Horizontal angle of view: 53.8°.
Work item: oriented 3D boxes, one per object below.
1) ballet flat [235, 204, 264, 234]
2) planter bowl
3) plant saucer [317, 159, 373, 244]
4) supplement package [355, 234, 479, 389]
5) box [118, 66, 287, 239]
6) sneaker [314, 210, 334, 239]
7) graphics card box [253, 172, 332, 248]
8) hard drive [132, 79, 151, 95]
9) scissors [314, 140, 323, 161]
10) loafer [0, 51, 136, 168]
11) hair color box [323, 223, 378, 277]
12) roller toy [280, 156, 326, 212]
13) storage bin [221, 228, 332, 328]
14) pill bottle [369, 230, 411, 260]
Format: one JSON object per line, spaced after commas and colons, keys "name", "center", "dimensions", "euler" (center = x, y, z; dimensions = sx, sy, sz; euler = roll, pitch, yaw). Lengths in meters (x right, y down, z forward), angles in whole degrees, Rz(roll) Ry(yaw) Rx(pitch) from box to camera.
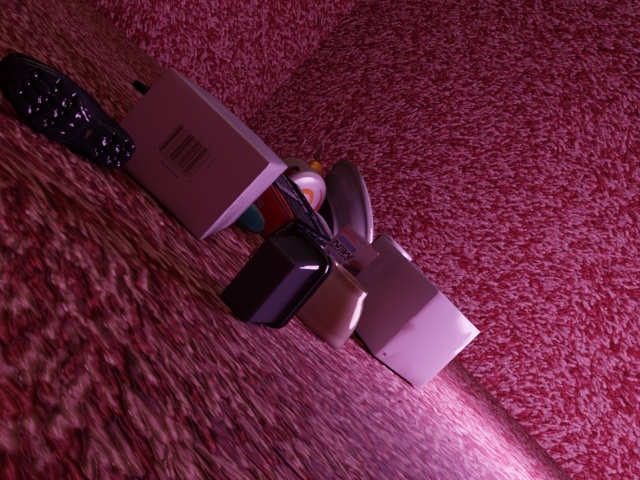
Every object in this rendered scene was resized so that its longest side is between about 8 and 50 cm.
{"name": "ballet flat", "center": [-0.186, -0.077, 1.344], "dimensions": [0.168, 0.057, 0.052], "euler": [45, -19, -13]}
{"name": "planter bowl", "center": [0.016, 0.101, 1.151], "dimensions": [0.162, 0.109, 0.162], "euler": [43, 4, -4]}
{"name": "plant saucer", "center": [0.054, -0.068, 2.108], "dimensions": [0.100, 0.401, 0.400], "euler": [-6, 27, -19]}
{"name": "supplement package", "center": [0.188, 0.165, 1.482], "dimensions": [0.198, 0.199, 0.263], "euler": [41, 5, -36]}
{"name": "box", "center": [-0.202, -0.148, 1.121], "dimensions": [0.215, 0.168, 0.345], "euler": [44, 5, -3]}
{"name": "sneaker", "center": [0.000, 0.000, 1.913], "dimensions": [0.281, 0.105, 0.115], "euler": [43, 5, -18]}
{"name": "graphics card box", "center": [-0.101, -0.087, 1.674], "dimensions": [0.233, 0.094, 0.371], "euler": [58, 10, 18]}
{"name": "hard drive", "center": [-0.510, -0.438, 1.922], "dimensions": [0.094, 0.022, 0.135], "euler": [45, 5, 4]}
{"name": "scissors", "center": [-0.048, -0.189, 2.135], "dimensions": [0.021, 0.297, 0.109], "euler": [8, -2, -44]}
{"name": "loafer", "center": [-0.329, -0.166, 0.810], "dimensions": [0.078, 0.076, 0.223], "euler": [41, -2, 29]}
{"name": "hair color box", "center": [0.033, 0.055, 1.332], "dimensions": [0.093, 0.167, 0.053], "euler": [44, 5, 4]}
{"name": "roller toy", "center": [-0.092, -0.165, 2.026], "dimensions": [0.191, 0.209, 0.146], "euler": [6, 28, -39]}
{"name": "storage bin", "center": [-0.067, 0.047, 0.841], "dimensions": [0.098, 0.135, 0.091], "euler": [46, 15, 20]}
{"name": "pill bottle", "center": [0.150, 0.085, 1.815], "dimensions": [0.119, 0.208, 0.119], "euler": [44, 5, -5]}
